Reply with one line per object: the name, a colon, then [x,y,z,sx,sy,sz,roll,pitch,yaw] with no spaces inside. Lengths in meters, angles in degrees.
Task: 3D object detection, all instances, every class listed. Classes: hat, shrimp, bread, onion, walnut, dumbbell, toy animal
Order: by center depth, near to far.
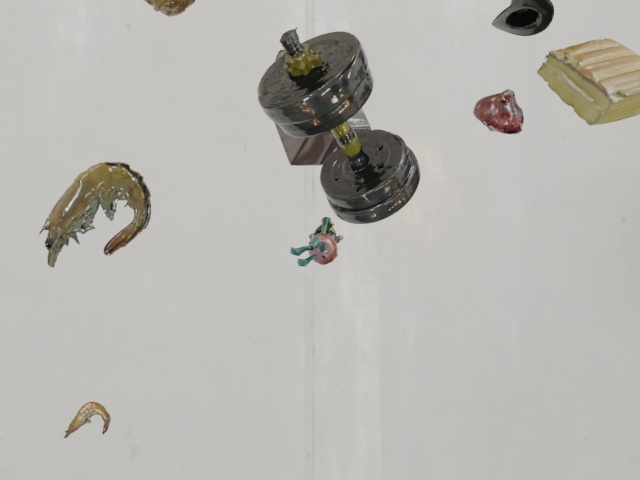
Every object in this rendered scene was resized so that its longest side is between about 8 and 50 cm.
walnut: [-0.226,-0.389,0.781,0.079,0.096,0.082,28,39,-39]
dumbbell: [0.039,-0.180,0.870,0.185,0.185,0.388,-51,134,-16]
hat: [0.379,-0.432,0.968,0.121,0.121,0.050,3,79,-14]
shrimp: [-0.445,-0.043,1.043,0.173,0.058,0.253,28,79,-14]
toy animal: [0.000,0.000,1.200,0.100,0.208,0.103,4,102,17]
shrimp: [-0.590,0.467,1.304,0.127,0.025,0.091,-41,94,2]
bread: [0.738,-0.422,1.359,0.246,0.111,0.239,-18,55,-21]
onion: [0.622,-0.442,1.764,0.184,0.147,0.183,16,39,-13]

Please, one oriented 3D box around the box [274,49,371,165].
box: [-0.014,-0.327,1.296,0.189,0.153,0.252,-8,63,-32]
